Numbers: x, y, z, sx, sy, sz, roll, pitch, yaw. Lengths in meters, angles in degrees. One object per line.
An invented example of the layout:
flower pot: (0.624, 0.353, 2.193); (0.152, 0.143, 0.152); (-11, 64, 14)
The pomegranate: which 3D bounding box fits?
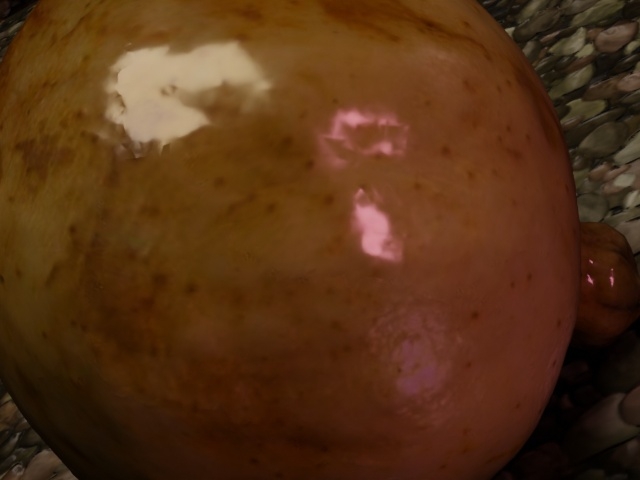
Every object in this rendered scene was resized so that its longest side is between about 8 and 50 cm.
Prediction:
pomegranate: (0.000, 0.000, 0.911); (0.410, 0.410, 0.410); (-26, 26, 14)
